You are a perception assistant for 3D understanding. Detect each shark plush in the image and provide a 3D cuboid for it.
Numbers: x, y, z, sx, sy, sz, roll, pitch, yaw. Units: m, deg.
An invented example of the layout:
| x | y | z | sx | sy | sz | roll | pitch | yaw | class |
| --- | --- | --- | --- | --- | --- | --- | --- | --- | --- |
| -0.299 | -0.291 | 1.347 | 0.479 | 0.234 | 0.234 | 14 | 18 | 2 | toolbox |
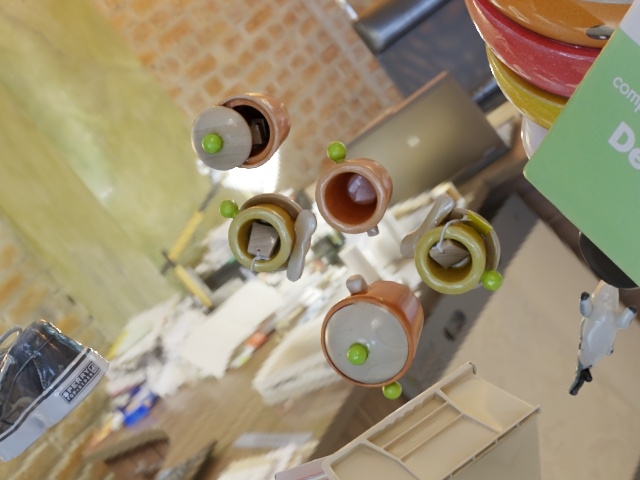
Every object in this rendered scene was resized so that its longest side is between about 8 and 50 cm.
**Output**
| x | y | z | sx | sy | sz | roll | pitch | yaw | class |
| --- | --- | --- | --- | --- | --- | --- | --- | --- | --- |
| 0.362 | 0.127 | 1.431 | 0.073 | 0.161 | 0.067 | 4 | 12 | 3 | shark plush |

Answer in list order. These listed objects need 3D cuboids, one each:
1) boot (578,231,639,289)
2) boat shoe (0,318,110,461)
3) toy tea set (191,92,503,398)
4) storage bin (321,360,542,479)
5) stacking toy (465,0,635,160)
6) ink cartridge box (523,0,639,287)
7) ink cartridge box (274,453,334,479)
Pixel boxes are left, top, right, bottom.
| x | y | z | sx | sy | sz | roll | pitch | yaw | class |
| --- | --- | --- | --- | --- | --- | --- | --- | --- | --- |
| 0.328 | -0.069 | 0.817 | 0.229 | 0.091 | 0.263 | -35 | 5 | -32 | boot |
| -0.320 | 0.156 | 1.177 | 0.113 | 0.105 | 0.306 | -49 | 7 | -27 | boat shoe |
| 0.000 | 0.000 | 1.074 | 0.200 | 0.336 | 0.124 | -59 | -7 | 25 | toy tea set |
| 0.139 | 0.329 | 1.295 | 0.260 | 0.262 | 0.123 | -28 | 35 | -29 | storage bin |
| 0.272 | -0.216 | 1.056 | 0.350 | 0.351 | 0.480 | -42 | -29 | -18 | stacking toy |
| 0.238 | -0.128 | 0.325 | 0.207 | 0.119 | 0.353 | -20 | -31 | -41 | ink cartridge box |
| 0.061 | 0.336 | 1.631 | 0.296 | 0.261 | 0.066 | -22 | 60 | 22 | ink cartridge box |
